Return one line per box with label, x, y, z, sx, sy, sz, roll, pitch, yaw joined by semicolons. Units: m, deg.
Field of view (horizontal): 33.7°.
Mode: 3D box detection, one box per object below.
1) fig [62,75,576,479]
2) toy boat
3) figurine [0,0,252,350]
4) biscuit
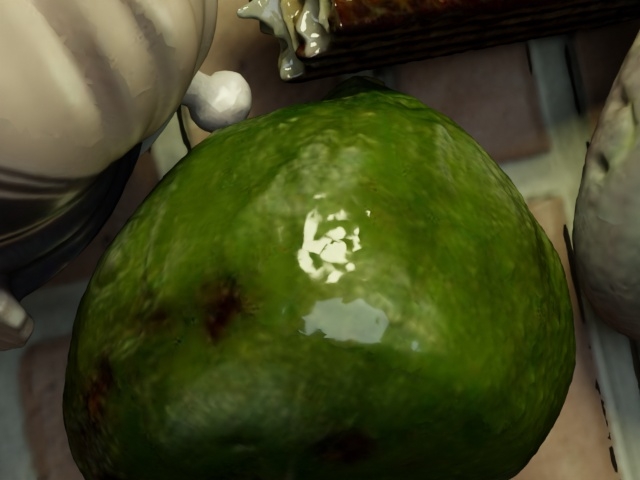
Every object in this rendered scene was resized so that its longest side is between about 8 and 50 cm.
fig;0.000;0.000;0.451;0.203;0.203;0.235;4;59;-10
toy boat;0.193;-0.057;0.523;0.155;0.085;0.227;30;84;-41
figurine;-0.195;-0.144;0.402;0.361;0.253;0.211;40;43;3
biscuit;0.071;-0.148;0.501;0.252;0.070;0.106;-15;84;-29
